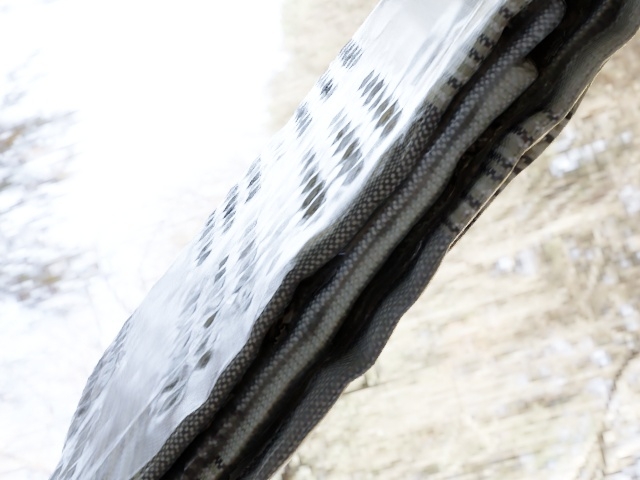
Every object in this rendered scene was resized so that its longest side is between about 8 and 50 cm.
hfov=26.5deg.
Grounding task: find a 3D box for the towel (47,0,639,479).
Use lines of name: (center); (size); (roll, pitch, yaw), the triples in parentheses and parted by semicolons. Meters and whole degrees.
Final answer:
towel: (0.000, 0.000, 0.500); (0.056, 0.312, 0.324); (38, -171, -9)
